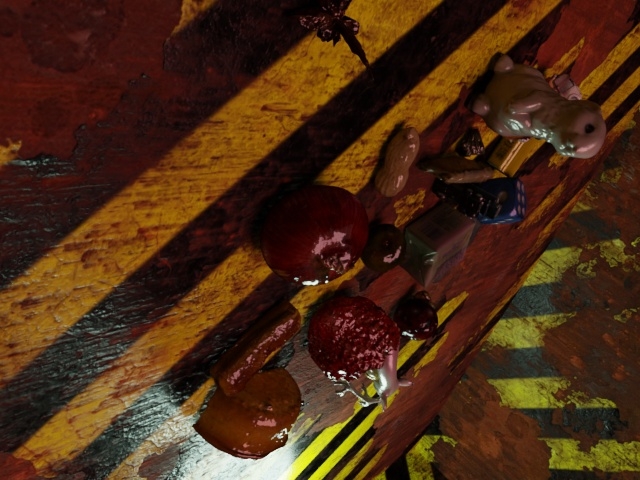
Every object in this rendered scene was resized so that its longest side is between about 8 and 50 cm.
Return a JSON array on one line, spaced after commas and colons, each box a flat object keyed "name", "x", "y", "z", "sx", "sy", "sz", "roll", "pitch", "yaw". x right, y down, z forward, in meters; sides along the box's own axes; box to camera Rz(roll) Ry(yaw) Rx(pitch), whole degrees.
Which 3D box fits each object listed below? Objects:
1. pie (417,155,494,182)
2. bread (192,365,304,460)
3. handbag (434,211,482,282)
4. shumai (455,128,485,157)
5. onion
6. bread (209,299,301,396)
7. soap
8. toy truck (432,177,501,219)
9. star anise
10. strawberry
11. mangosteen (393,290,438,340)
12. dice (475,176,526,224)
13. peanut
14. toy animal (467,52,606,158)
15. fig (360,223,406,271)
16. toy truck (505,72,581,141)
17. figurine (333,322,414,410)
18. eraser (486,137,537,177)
[{"name": "pie", "x": 0.383, "y": -0.198, "z": 1.769, "sx": 0.282, "sy": 0.128, "sz": 0.069, "roll": -11, "pitch": 122, "yaw": -48}, {"name": "bread", "x": -0.163, "y": 0.478, "z": 1.723, "sx": 0.340, "sy": 0.179, "sz": 0.195, "roll": 2, "pitch": 122, "yaw": -57}, {"name": "handbag", "x": 0.457, "y": 0.015, "z": 2.204, "sx": 0.332, "sy": 0.075, "sz": 0.191, "roll": -54, "pitch": 149, "yaw": 14}, {"name": "shumai", "x": 0.431, "y": -0.275, "z": 1.831, "sx": 0.080, "sy": 0.082, "sz": 0.083, "roll": -17, "pitch": 144, "yaw": 17}, {"name": "onion", "x": -0.005, "y": -0.008, "z": 1.350, "sx": 0.247, "sy": 0.161, "sz": 0.248, "roll": -5, "pitch": 102, "yaw": -24}, {"name": "bread", "x": -0.157, "y": 0.276, "z": 1.598, "sx": 0.271, "sy": 0.077, "sz": 0.139, "roll": -42, "pitch": 154, "yaw": -21}, {"name": "soap", "x": 0.359, "y": 0.013, "z": 1.972, "sx": 0.199, "sy": 0.138, "sz": 0.182, "roll": -33, "pitch": 147, "yaw": -30}, {"name": "toy truck", "x": 0.428, "y": -0.131, "z": 1.833, "sx": 0.088, "sy": 0.201, "sz": 0.074, "roll": -26, "pitch": 141, "yaw": -44}, {"name": "star anise", "x": 0.044, "y": -0.361, "z": 1.051, "sx": 0.158, "sy": 0.144, "sz": 0.141, "roll": -42, "pitch": 143, "yaw": -15}, {"name": "strawberry", "x": 0.088, "y": 0.276, "z": 1.847, "sx": 0.261, "sy": 0.258, "sz": 0.261, "roll": -38, "pitch": 179, "yaw": -1}, {"name": "mangosteen", "x": 0.347, "y": 0.271, "z": 2.268, "sx": 0.166, "sy": 0.166, "sz": 0.180, "roll": 61, "pitch": 45, "yaw": -61}, {"name": "dice", "x": 0.597, "y": -0.131, "z": 2.100, "sx": 0.146, "sy": 0.146, "sz": 0.143, "roll": 8, "pitch": 78, "yaw": -57}, {"name": "peanut", "x": 0.189, "y": -0.192, "z": 1.539, "sx": 0.082, "sy": 0.082, "sz": 0.187, "roll": -22, "pitch": 140, "yaw": -42}, {"name": "toy animal", "x": 0.582, "y": -0.331, "z": 1.654, "sx": 0.257, "sy": 0.357, "sz": 0.194, "roll": -13, "pitch": 133, "yaw": -52}, {"name": "fig", "x": 0.181, "y": 0.035, "z": 1.756, "sx": 0.133, "sy": 0.126, "sz": 0.185, "roll": -59, "pitch": 151, "yaw": -13}, {"name": "toy truck", "x": 0.661, "y": -0.398, "z": 1.912, "sx": 0.270, "sy": 0.114, "sz": 0.135, "roll": -39, "pitch": 107, "yaw": -17}, {"name": "figurine", "x": 0.193, "y": 0.428, "z": 2.173, "sx": 0.206, "sy": 0.284, "sz": 0.316, "roll": -18, "pitch": 115, "yaw": -31}, {"name": "eraser", "x": 0.647, "y": -0.318, "z": 2.073, "sx": 0.226, "sy": 0.069, "sz": 0.158, "roll": -57, "pitch": 154, "yaw": 12}]
